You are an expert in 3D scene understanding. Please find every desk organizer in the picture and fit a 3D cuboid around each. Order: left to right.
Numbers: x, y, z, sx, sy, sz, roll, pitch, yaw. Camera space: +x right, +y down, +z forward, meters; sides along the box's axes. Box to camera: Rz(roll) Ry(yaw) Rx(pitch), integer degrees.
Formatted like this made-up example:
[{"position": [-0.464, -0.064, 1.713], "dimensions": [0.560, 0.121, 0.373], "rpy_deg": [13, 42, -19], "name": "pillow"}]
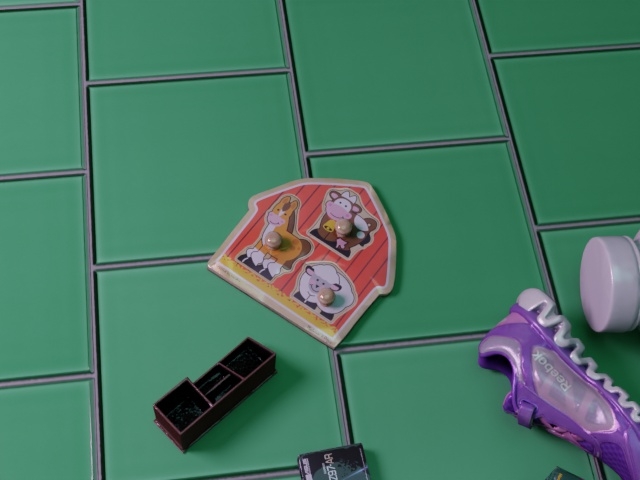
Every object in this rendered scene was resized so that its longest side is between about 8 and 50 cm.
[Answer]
[{"position": [-0.105, 0.149, 1.070], "dimensions": [0.130, 0.050, 0.047], "rpy_deg": [-39, 71, -22], "name": "desk organizer"}]

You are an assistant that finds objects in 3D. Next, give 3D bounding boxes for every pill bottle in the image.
[{"position": [0.408, 0.043, 1.117], "dimensions": [0.245, 0.136, 0.136], "rpy_deg": [-1, 61, -5], "name": "pill bottle"}]

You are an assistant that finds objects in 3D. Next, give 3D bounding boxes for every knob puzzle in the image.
[{"position": [0.000, 0.000, 1.173], "dimensions": [0.213, 0.030, 0.213], "rpy_deg": [2, 61, -3], "name": "knob puzzle"}]

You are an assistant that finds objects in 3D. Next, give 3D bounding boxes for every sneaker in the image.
[{"position": [0.243, 0.165, 1.071], "dimensions": [0.104, 0.095, 0.236], "rpy_deg": [-31, 62, -12], "name": "sneaker"}]

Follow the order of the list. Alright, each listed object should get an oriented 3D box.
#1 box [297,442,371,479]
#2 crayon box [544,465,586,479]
[{"position": [0.018, 0.246, 1.044], "dimensions": [0.067, 0.018, 0.083], "rpy_deg": [-8, 62, -9], "name": "box"}, {"position": [0.232, 0.369, 0.956], "dimensions": [0.165, 0.081, 0.278], "rpy_deg": [25, 62, 9], "name": "crayon box"}]
